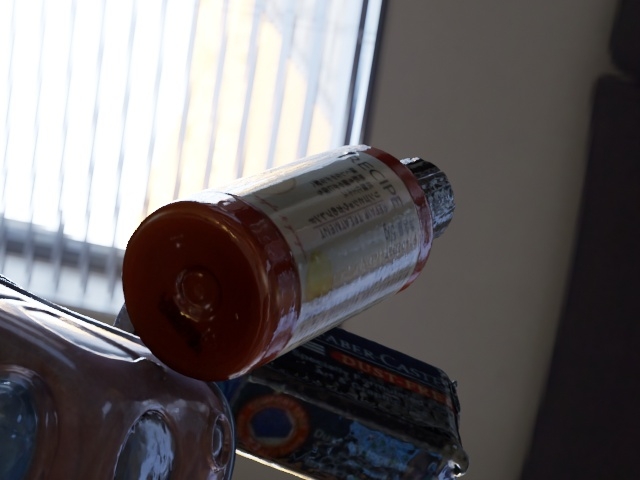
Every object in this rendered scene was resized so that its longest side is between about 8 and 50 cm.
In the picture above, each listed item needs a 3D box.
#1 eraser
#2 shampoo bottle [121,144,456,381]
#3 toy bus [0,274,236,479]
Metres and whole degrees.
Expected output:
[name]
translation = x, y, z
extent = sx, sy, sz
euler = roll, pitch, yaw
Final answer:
[eraser]
translation = -0.026, 0.133, 1.344
extent = 0.102, 0.332, 0.155
euler = -61, 14, 23
[shampoo bottle]
translation = 0.000, 0.000, 0.916
extent = 0.278, 0.104, 0.104
euler = -23, -55, -57
[toy bus]
translation = -0.203, 0.110, 0.829
extent = 0.197, 0.294, 0.232
euler = -64, -13, -10
